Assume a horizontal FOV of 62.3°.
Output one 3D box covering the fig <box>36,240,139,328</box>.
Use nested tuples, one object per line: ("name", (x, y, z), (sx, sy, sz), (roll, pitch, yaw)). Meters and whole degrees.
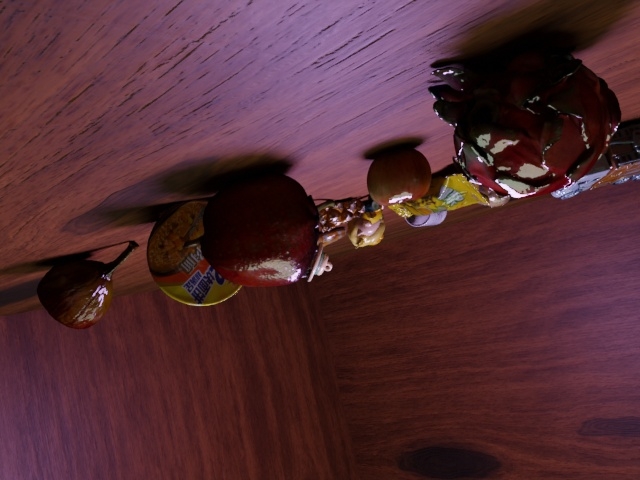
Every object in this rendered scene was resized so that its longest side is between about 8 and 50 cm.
("fig", (-0.600, 0.087, 1.353), (0.191, 0.190, 0.290), (-6, 134, -53))

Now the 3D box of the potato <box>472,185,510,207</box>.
("potato", (0.507, -0.152, 1.624), (0.172, 0.100, 0.089), (-13, 170, 31))

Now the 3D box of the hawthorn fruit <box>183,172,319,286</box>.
("hawthorn fruit", (-0.125, -0.015, 0.966), (0.250, 0.215, 0.215), (-5, 175, 2))

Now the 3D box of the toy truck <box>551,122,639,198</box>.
("toy truck", (0.734, -0.214, 1.339), (0.306, 0.136, 0.162), (-15, 168, -4))

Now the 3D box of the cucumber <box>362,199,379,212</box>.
("cucumber", (0.109, -0.093, 1.509), (0.032, 0.032, 0.133), (-9, -177, -41))

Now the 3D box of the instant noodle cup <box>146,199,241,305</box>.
("instant noodle cup", (-0.265, 0.025, 1.109), (0.213, 0.213, 0.174), (-11, -177, -24))

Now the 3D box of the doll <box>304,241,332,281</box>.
("doll", (-0.119, 0.049, 1.719), (0.272, 0.208, 0.144), (-20, -157, 18))

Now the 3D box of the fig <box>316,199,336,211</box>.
("fig", (-0.039, -0.049, 1.338), (0.245, 0.149, 0.149), (-38, -173, -29))

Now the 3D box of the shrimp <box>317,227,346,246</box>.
("shrimp", (0.000, 0.000, 2.169), (0.152, 0.062, 0.287), (-23, 180, -37))

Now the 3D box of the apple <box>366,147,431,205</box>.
("apple", (0.149, -0.122, 1.019), (0.126, 0.101, 0.126), (-13, 180, 0))

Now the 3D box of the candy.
("candy", (0.295, -0.118, 1.440), (0.297, 0.081, 0.187), (-7, 158, 44))

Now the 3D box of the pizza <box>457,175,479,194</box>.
("pizza", (0.368, -0.137, 1.552), (0.194, 0.069, 0.154), (-16, 174, 17))

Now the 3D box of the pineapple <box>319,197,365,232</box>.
("pineapple", (0.056, -0.072, 1.478), (0.137, 0.069, 0.116), (-17, -179, -5))

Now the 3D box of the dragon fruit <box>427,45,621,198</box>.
("dragon fruit", (0.257, -0.147, 0.679), (0.274, 0.192, 0.192), (-9, -160, -29))

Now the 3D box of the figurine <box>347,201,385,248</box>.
("figurine", (0.146, -0.056, 1.663), (0.156, 0.131, 0.246), (-53, 170, -20))

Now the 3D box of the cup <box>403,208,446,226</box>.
("cup", (0.363, -0.101, 1.750), (0.136, 0.099, 0.133), (-16, 173, 36))
